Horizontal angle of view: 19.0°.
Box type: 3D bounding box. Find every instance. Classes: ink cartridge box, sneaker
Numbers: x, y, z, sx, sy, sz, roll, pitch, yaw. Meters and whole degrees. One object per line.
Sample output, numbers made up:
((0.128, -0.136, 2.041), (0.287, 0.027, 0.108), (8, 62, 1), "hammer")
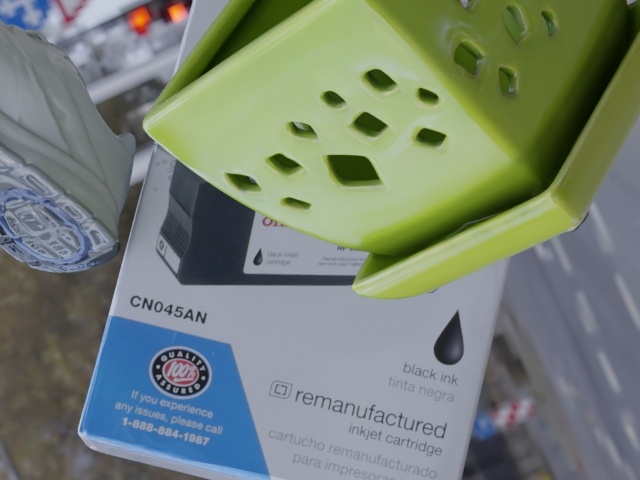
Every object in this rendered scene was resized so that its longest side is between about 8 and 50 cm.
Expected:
((0.000, 0.000, 1.482), (0.166, 0.285, 0.395), (109, 175, -79), "ink cartridge box")
((-0.242, -0.108, 1.364), (0.297, 0.111, 0.129), (51, -141, -33), "sneaker")

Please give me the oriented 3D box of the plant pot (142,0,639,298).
((0.069, -0.107, 1.152), (0.207, 0.227, 0.228), (44, 143, -14), "plant pot")
